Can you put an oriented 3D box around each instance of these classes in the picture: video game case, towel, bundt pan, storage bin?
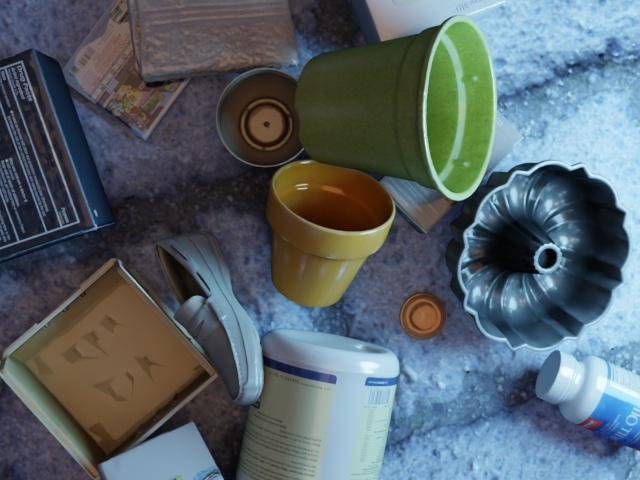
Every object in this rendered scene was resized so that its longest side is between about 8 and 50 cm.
[{"bbox_3d":[-0.314,-0.304,1.634,0.183,0.023,0.201,36,88,-5],"label":"video game case"},{"bbox_3d":[-0.182,-0.369,1.615,0.282,0.049,0.187,-6,87,-11],"label":"towel"},{"bbox_3d":[0.355,0.015,1.626,0.330,0.124,0.331,-5,106,-17],"label":"bundt pan"},{"bbox_3d":[-0.352,0.204,1.597,0.262,0.123,0.260,-41,95,-2],"label":"storage bin"}]

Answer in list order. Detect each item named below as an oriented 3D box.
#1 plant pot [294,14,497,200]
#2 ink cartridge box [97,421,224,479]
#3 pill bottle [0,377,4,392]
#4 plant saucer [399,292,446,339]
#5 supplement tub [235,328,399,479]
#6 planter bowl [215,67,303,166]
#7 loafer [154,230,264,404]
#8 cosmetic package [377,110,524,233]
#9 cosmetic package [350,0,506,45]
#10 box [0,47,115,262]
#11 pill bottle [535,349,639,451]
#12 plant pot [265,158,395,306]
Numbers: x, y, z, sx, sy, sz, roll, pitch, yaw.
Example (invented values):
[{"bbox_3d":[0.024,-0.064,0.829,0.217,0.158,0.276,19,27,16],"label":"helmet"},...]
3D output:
[{"bbox_3d":[0.108,-0.207,1.506,0.253,0.276,0.276,5,92,31],"label":"plant pot"},{"bbox_3d":[-0.230,0.448,1.532,0.168,0.171,0.233,-22,61,-21],"label":"ink cartridge box"},{"bbox_3d":[-0.612,0.234,1.593,0.152,0.086,0.086,24,90,-5],"label":"pill bottle"},{"bbox_3d":[0.182,0.134,1.696,0.083,0.013,0.084,0,92,-6],"label":"plant saucer"},{"bbox_3d":[-0.010,0.323,1.575,0.235,0.235,0.325,11,91,-5],"label":"supplement tub"},{"bbox_3d":[-0.091,-0.201,1.612,0.162,0.109,0.162,0,91,-2],"label":"planter bowl"},{"bbox_3d":[-0.184,0.125,1.555,0.111,0.112,0.320,-4,53,-34],"label":"loafer"},{"bbox_3d":[0.218,-0.135,1.647,0.127,0.107,0.238,44,91,-1],"label":"cosmetic package"},{"bbox_3d":[0.158,-0.453,1.614,0.224,0.138,0.225,-22,95,-4],"label":"cosmetic package"},{"bbox_3d":[-0.524,-0.113,1.537,0.293,0.183,0.297,-18,94,0],"label":"box"},{"bbox_3d":[0.494,0.275,1.674,0.221,0.124,0.124,23,90,-5],"label":"pill bottle"},{"bbox_3d":[0.000,0.000,1.577,0.205,0.205,0.188,12,125,-5],"label":"plant pot"}]
